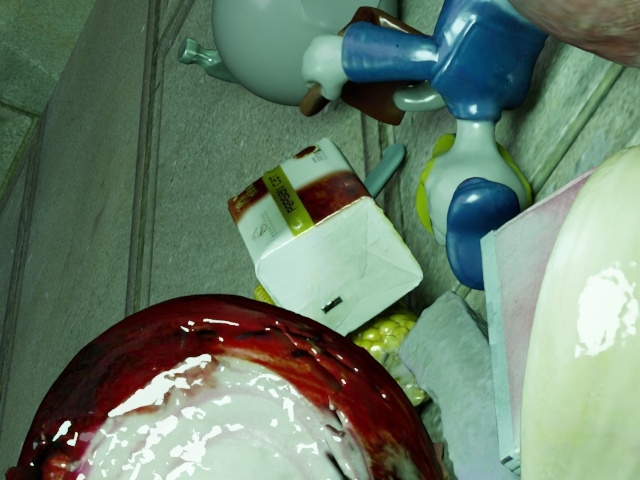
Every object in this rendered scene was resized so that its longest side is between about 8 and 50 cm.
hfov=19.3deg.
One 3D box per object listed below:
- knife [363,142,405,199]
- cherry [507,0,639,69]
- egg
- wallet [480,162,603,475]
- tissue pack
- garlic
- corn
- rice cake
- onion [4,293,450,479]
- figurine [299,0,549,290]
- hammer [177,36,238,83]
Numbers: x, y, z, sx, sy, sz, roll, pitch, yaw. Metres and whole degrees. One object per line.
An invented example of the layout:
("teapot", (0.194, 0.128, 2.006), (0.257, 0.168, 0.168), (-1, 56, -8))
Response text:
("knife", (0.029, -0.028, 1.609), (0.028, 0.015, 0.210), (-4, 29, 30))
("cherry", (0.189, -0.255, 1.171), (0.261, 0.221, 0.307), (-49, -37, -59))
("egg", (-0.019, -0.215, 1.824), (0.232, 0.176, 0.176), (139, 147, -71))
("wallet", (0.158, 0.039, 1.185), (0.119, 0.025, 0.232), (-34, 28, 23))
("tissue pack", (0.000, -0.001, 1.448), (0.106, 0.099, 0.149), (-34, 23, 1))
("garlic", (0.177, 0.055, 1.001), (0.164, 0.145, 0.245), (114, -179, -72))
("corn", (0.011, 0.068, 1.554), (0.101, 0.101, 0.310), (-69, 18, 6))
("rice cake", (0.120, 0.138, 1.206), (0.070, 0.064, 0.399), (-44, 22, 9))
("onion", (-0.055, 0.206, 1.294), (0.341, 0.341, 0.341), (-56, 22, 38))
("figurine", (0.091, -0.122, 1.389), (0.283, 0.204, 0.338), (-18, 63, 37))
("hammer", (-0.044, -0.246, 2.086), (0.287, 0.111, 0.033), (-32, 44, 51))
